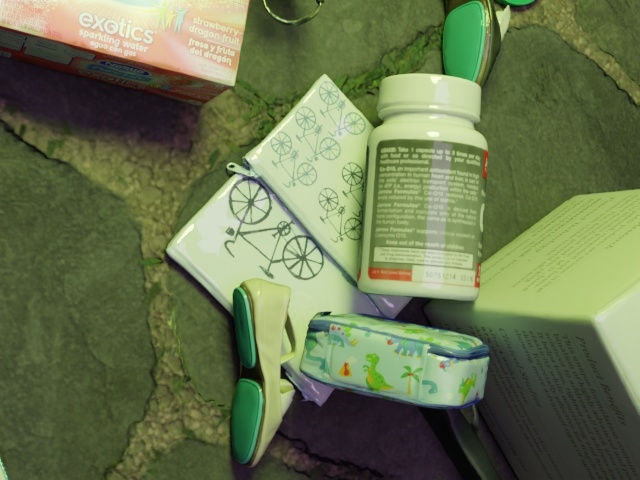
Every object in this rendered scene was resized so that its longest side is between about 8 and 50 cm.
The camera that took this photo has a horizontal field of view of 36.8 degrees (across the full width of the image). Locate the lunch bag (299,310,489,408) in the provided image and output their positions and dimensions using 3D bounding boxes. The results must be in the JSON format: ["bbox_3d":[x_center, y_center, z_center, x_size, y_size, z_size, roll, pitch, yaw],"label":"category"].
[{"bbox_3d":[0.096,0.148,1.211,0.176,0.219,0.090,11,88,-65],"label":"lunch bag"}]

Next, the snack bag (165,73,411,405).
[{"bbox_3d":[0.000,0.000,1.313,0.342,0.037,0.323,-47,106,-17],"label":"snack bag"}]

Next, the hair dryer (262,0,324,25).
[{"bbox_3d":[-0.044,-0.436,1.231,0.223,0.080,0.293,51,57,-37],"label":"hair dryer"}]

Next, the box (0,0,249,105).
[{"bbox_3d":[-0.251,-0.273,1.154,0.300,0.154,0.142,11,84,-21],"label":"box"}]

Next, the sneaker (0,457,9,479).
[{"bbox_3d":[-0.396,0.335,1.112,0.092,0.087,0.228,-8,90,-21],"label":"sneaker"}]

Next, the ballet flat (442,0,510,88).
[{"bbox_3d":[0.226,-0.346,1.390,0.096,0.095,0.280,-7,91,-35],"label":"ballet flat"}]

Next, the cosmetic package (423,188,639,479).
[{"bbox_3d":[0.420,0.144,1.291,0.327,0.394,0.329,-33,102,-20],"label":"cosmetic package"}]

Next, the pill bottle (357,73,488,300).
[{"bbox_3d":[0.137,-0.066,1.267,0.161,0.161,0.283,6,87,-22],"label":"pill bottle"}]

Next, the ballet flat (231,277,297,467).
[{"bbox_3d":[-0.068,0.171,1.245,0.086,0.086,0.248,-3,101,-23],"label":"ballet flat"}]

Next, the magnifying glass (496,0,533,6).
[{"bbox_3d":[0.352,-0.418,1.481,0.231,0.026,0.092,-17,95,-20],"label":"magnifying glass"}]

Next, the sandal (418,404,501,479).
[{"bbox_3d":[0.191,0.249,1.360,0.054,0.097,0.254,-36,112,-19],"label":"sandal"}]
